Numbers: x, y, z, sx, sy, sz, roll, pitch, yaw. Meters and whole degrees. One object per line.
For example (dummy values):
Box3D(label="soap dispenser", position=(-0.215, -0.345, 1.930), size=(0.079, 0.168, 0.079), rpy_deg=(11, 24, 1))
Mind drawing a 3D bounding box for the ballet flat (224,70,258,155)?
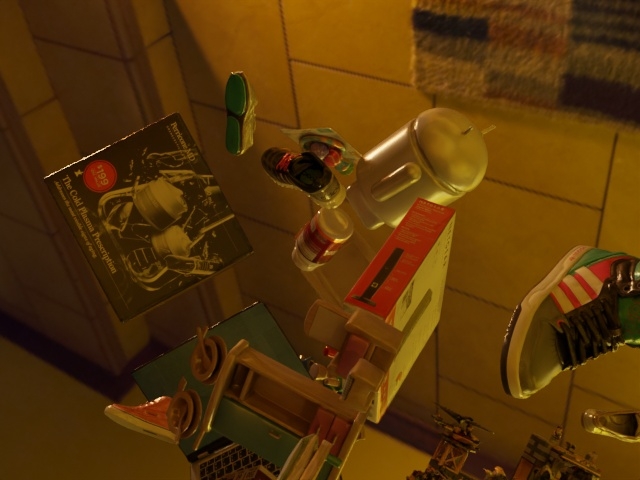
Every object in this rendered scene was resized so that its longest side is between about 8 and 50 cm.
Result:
Box3D(label="ballet flat", position=(-0.133, -0.221, 1.236), size=(0.057, 0.052, 0.168), rpy_deg=(37, 138, 22))

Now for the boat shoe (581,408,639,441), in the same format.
Box3D(label="boat shoe", position=(0.532, 0.320, 1.266), size=(0.153, 0.056, 0.048), rpy_deg=(13, 166, -13))

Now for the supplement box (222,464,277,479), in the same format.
Box3D(label="supplement box", position=(-0.177, 0.575, 1.443), size=(0.130, 0.239, 0.073), rpy_deg=(-29, 115, 39))

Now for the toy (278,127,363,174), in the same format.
Box3D(label="toy", position=(0.013, -0.201, 1.720), size=(0.137, 0.056, 0.237), rpy_deg=(2, 170, 28))

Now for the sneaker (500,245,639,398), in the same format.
Box3D(label="sneaker", position=(0.369, 0.111, 0.937), size=(0.178, 0.295, 0.124), rpy_deg=(6, 126, 43))

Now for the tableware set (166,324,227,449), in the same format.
Box3D(label="tableware set", position=(-0.224, 0.256, 1.278), size=(0.039, 0.194, 0.128), rpy_deg=(20, -173, -41))

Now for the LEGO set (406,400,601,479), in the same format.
Box3D(label="LEGO set", position=(0.306, 0.353, 1.056), size=(0.331, 0.192, 0.255), rpy_deg=(27, 175, -2))

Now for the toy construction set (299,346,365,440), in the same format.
Box3D(label="toy construction set", position=(0.029, 0.407, 1.836), size=(0.237, 0.257, 0.309), rpy_deg=(20, 122, -32))

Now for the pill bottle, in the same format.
Box3D(label="pill bottle", position=(0.000, 0.000, 1.553), size=(0.086, 0.086, 0.152), rpy_deg=(42, 136, 2))

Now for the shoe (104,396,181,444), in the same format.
Box3D(label="shoe", position=(-0.373, 0.375, 1.585), size=(0.178, 0.081, 0.063), rpy_deg=(20, 149, 2))

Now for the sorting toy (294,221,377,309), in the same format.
Box3D(label="sorting toy", position=(0.070, 0.091, 1.943), size=(0.347, 0.196, 0.047), rpy_deg=(53, 169, 2))

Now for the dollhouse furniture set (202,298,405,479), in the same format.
Box3D(label="dollhouse furniture set", position=(-0.074, 0.237, 0.843), size=(0.198, 0.303, 0.286), rpy_deg=(25, 114, 10))

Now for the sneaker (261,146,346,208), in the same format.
Box3D(label="sneaker", position=(-0.034, -0.114, 1.140), size=(0.170, 0.063, 0.075), rpy_deg=(34, 165, 33))

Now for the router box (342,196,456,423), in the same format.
Box3D(label="router box", position=(0.148, 0.136, 1.397), size=(0.082, 0.301, 0.335), rpy_deg=(22, 141, 22))

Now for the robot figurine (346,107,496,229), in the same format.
Box3D(label="robot figurine", position=(0.220, -0.157, 1.610), size=(0.353, 0.300, 0.200), rpy_deg=(-34, 92, 34))

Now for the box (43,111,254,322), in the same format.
Box3D(label="box", position=(-0.358, -0.046, 1.572), size=(0.343, 0.312, 0.179), rpy_deg=(61, 172, 1))

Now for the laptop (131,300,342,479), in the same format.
Box3D(label="laptop", position=(-0.194, 0.422, 1.581), size=(0.382, 0.408, 0.236), rpy_deg=(-30, 132, 16))
